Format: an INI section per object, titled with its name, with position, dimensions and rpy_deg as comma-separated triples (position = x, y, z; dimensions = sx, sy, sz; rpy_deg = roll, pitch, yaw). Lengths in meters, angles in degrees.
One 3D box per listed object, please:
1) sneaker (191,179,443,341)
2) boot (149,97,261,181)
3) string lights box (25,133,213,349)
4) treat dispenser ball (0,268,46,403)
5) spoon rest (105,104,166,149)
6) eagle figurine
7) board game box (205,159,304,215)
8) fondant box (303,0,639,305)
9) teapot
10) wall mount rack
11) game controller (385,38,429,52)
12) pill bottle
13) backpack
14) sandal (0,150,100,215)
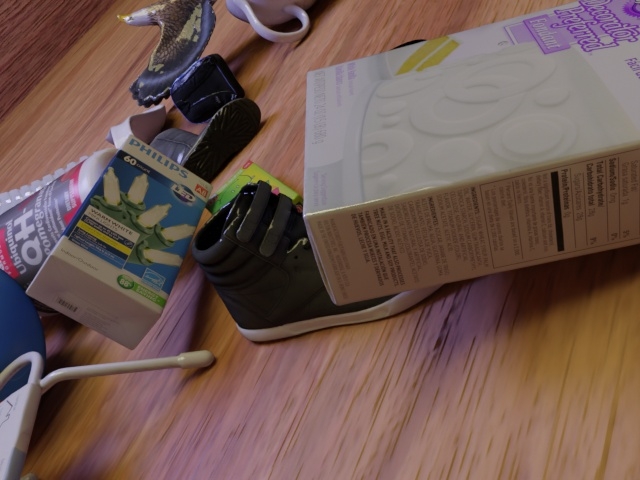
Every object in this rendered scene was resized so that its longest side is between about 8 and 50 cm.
[sneaker]
position = 0.000, 0.000, 0.675
dimensions = 0.296, 0.147, 0.104
rpy_deg = -21, 34, 28
[boot]
position = -0.208, -0.170, 1.212
dimensions = 0.189, 0.076, 0.208
rpy_deg = -46, 24, -12
[string lights box]
position = -0.230, -0.008, 0.861
dimensions = 0.077, 0.133, 0.259
rpy_deg = -46, 20, 32
[treat dispenser ball]
position = -0.501, 0.151, 0.899
dimensions = 0.288, 0.288, 0.288
rpy_deg = -28, 33, 20
[spoon rest]
position = -0.364, -0.213, 1.391
dimensions = 0.137, 0.084, 0.276
rpy_deg = -29, 27, 1
[eagle figurine]
position = -0.294, -0.417, 1.422
dimensions = 0.225, 0.298, 0.226
rpy_deg = 1, 6, 29
[board game box]
position = -0.083, -0.039, 0.917
dimensions = 0.092, 0.043, 0.181
rpy_deg = -44, 31, -5
[fondant box]
position = 0.155, -0.089, 0.574
dimensions = 0.330, 0.096, 0.238
rpy_deg = -12, 37, 8
[teapot]
position = -0.067, -0.523, 1.390
dimensions = 0.252, 0.187, 0.256
rpy_deg = -84, 13, -74
[wall mount rack]
position = -0.253, 0.231, 0.692
dimensions = 0.304, 0.130, 0.350
rpy_deg = -38, 31, 12
[game controller]
position = 0.105, -0.161, 0.842
dimensions = 0.166, 0.067, 0.319
rpy_deg = -37, 31, 6
[pill bottle]
position = -0.384, 0.008, 1.063
dimensions = 0.318, 0.176, 0.176
rpy_deg = -27, 33, 23
[backpack]
position = -0.205, -0.271, 1.297
dimensions = 0.114, 0.105, 0.084
rpy_deg = -32, 9, 21
[sandal]
position = -0.560, -0.033, 1.398
dimensions = 0.416, 0.102, 0.169
rpy_deg = -24, 48, 4
